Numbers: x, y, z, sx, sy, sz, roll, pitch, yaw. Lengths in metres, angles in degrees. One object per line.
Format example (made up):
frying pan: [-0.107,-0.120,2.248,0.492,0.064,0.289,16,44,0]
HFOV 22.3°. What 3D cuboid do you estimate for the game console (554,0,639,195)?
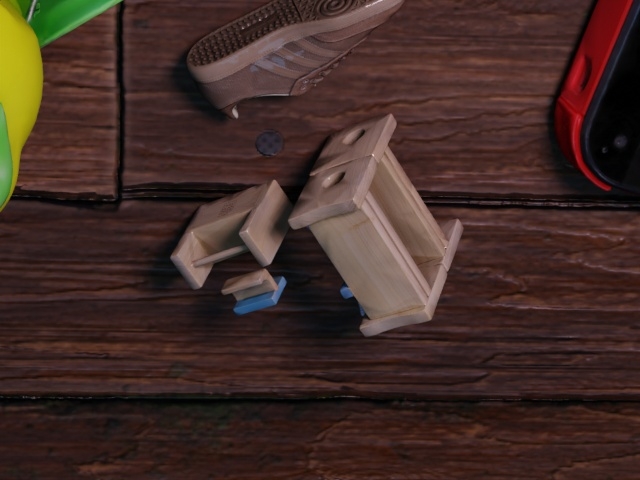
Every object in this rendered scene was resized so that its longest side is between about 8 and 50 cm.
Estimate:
game console: [0.402,-0.188,1.330,0.342,0.060,0.386,12,115,-16]

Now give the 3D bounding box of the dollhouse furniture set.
dollhouse furniture set: [0.000,0.000,1.363,0.184,0.129,0.129,-17,119,31]

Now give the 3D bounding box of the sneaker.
sneaker: [-0.013,-0.159,1.310,0.188,0.066,0.071,-20,133,11]

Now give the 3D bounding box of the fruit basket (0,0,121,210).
fruit basket: [-0.304,-0.171,1.103,0.392,0.392,0.283,-29,119,9]
